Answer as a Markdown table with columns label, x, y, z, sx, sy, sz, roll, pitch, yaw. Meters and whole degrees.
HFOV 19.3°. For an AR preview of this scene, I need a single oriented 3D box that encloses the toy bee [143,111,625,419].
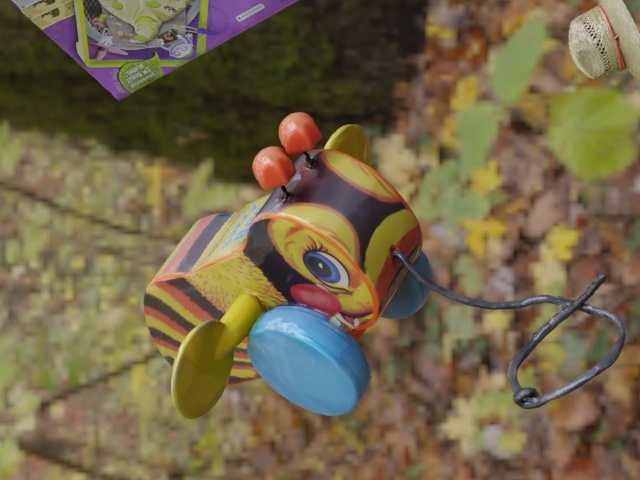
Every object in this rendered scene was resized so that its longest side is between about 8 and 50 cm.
| label | x | y | z | sx | sy | sz | roll | pitch | yaw |
| --- | --- | --- | --- | --- | --- | --- | --- | --- | --- |
| toy bee | 0.000 | 0.000 | 1.011 | 0.298 | 0.162 | 0.195 | -21 | 30 | 29 |

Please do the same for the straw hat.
| label | x | y | z | sx | sy | sz | roll | pitch | yaw |
| --- | --- | --- | --- | --- | --- | --- | --- | --- | --- |
| straw hat | 0.284 | -0.202 | 1.914 | 0.144 | 0.061 | 0.145 | -24 | -90 | -89 |

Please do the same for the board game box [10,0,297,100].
| label | x | y | z | sx | sy | sz | roll | pitch | yaw |
| --- | --- | --- | --- | --- | --- | --- | --- | --- | --- |
| board game box | -0.109 | -0.255 | 1.518 | 0.346 | 0.208 | 0.056 | -24 | 32 | 34 |
